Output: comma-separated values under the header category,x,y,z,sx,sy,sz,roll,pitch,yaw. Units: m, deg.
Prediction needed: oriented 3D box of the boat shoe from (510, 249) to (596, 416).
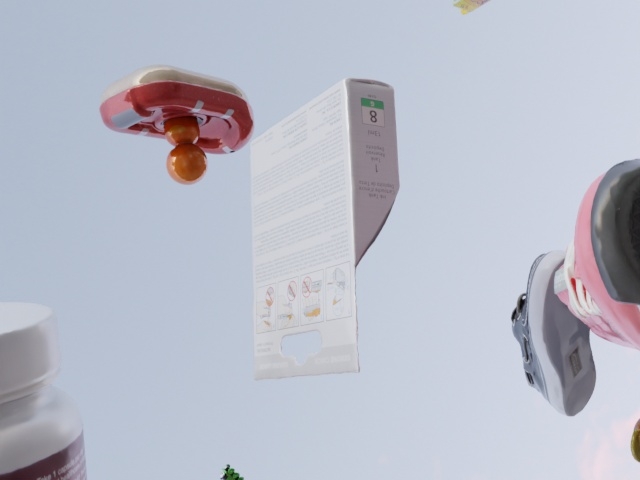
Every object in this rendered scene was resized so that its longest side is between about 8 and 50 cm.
category,x,y,z,sx,sy,sz,roll,pitch,yaw
boat shoe,0.230,0.089,0.869,0.080,0.076,0.228,-43,-45,-18

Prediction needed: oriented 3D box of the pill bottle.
category,x,y,z,sx,sy,sz,roll,pitch,yaw
pill bottle,-0.343,0.270,0.847,0.224,0.224,0.392,-6,-82,-29

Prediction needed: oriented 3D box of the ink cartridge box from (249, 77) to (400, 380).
category,x,y,z,sx,sy,sz,roll,pitch,yaw
ink cartridge box,0.000,0.000,0.716,0.056,0.181,0.224,2,-101,-30

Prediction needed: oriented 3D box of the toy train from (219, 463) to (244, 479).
category,x,y,z,sx,sy,sz,roll,pitch,yaw
toy train,-0.120,0.356,1.253,0.023,0.017,0.083,-46,-54,-12

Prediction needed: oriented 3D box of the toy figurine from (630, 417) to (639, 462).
category,x,y,z,sx,sy,sz,roll,pitch,yaw
toy figurine,0.404,0.122,0.907,0.209,0.148,0.213,-21,-78,-47

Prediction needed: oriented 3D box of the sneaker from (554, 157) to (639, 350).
category,x,y,z,sx,sy,sz,roll,pitch,yaw
sneaker,0.207,0.034,0.561,0.314,0.136,0.115,22,-107,-51

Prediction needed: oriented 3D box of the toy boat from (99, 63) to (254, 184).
category,x,y,z,sx,sy,sz,roll,pitch,yaw
toy boat,-0.196,-0.153,1.228,0.231,0.151,0.151,3,-105,-51

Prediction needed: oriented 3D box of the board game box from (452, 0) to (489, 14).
category,x,y,z,sx,sy,sz,roll,pitch,yaw
board game box,0.221,-0.348,0.960,0.039,0.259,0.124,12,-97,-17
